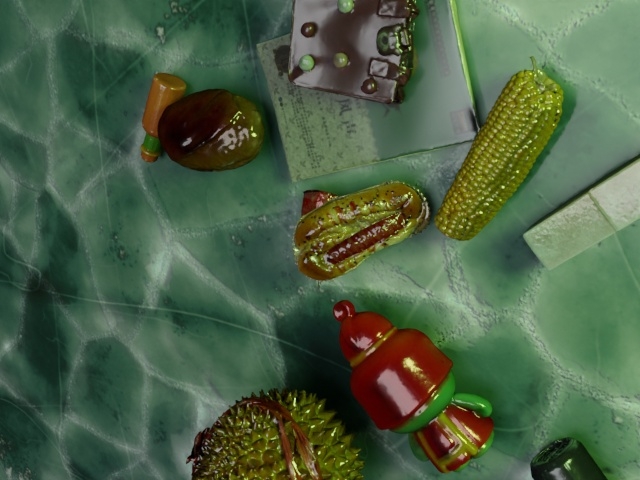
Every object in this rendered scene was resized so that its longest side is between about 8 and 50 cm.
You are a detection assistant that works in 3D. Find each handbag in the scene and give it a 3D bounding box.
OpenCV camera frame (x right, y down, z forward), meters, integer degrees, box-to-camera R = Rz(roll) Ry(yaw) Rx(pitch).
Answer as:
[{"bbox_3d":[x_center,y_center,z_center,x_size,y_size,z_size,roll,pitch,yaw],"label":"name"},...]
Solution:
[{"bbox_3d":[0.052,-0.333,1.206,0.216,0.074,0.203,16,112,26],"label":"handbag"}]

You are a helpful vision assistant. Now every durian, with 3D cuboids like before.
[{"bbox_3d":[-0.089,0.442,1.390,0.348,0.384,0.347,7,110,19],"label":"durian"}]

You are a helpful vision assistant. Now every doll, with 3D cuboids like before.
[{"bbox_3d":[0.146,0.250,1.320,0.363,0.160,0.182,50,125,9],"label":"doll"}]

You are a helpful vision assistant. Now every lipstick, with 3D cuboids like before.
[{"bbox_3d":[0.466,-0.084,1.069,0.371,0.080,0.076,-38,86,35],"label":"lipstick"}]

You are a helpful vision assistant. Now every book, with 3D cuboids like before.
[{"bbox_3d":[0.075,-0.260,1.276,0.380,0.031,0.264,-10,99,33],"label":"book"}]

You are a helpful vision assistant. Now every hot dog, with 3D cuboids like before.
[{"bbox_3d":[0.066,-0.021,1.286,0.253,0.069,0.131,-25,102,8],"label":"hot dog"}]

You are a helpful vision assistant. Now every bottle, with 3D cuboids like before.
[{"bbox_3d":[-0.326,-0.243,1.505,0.069,0.069,0.187,36,124,17],"label":"bottle"}]

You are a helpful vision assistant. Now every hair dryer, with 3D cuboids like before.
[{"bbox_3d":[0.359,0.485,1.313,0.352,0.107,0.189,-38,82,39],"label":"hair dryer"}]

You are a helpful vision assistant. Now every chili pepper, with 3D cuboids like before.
[{"bbox_3d":[0.000,0.000,1.373,0.084,0.086,0.191,3,99,1],"label":"chili pepper"}]

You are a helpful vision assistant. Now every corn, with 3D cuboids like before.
[{"bbox_3d":[0.280,-0.129,1.154,0.102,0.101,0.310,34,120,18],"label":"corn"}]

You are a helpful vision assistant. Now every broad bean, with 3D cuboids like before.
[{"bbox_3d":[-0.204,-0.208,1.410,0.229,0.122,0.156,-1,87,26],"label":"broad bean"}]
